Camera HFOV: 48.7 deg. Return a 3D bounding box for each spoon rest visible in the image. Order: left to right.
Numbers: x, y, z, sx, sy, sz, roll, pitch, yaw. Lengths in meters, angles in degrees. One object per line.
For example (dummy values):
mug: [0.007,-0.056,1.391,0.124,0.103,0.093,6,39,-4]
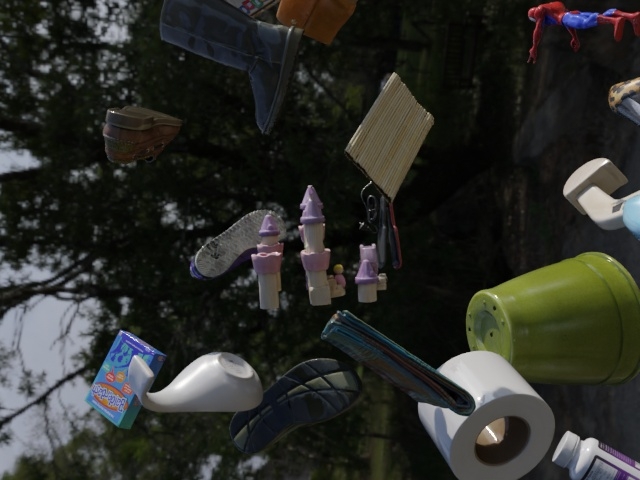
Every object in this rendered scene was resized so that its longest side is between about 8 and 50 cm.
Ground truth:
spoon rest: [-0.207,0.239,1.184,0.276,0.137,0.084,14,-68,-51]

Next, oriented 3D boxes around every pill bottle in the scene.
pill bottle: [0.628,0.512,1.583,0.108,0.194,0.108,-53,-18,-26]

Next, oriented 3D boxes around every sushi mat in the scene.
sushi mat: [0.156,-0.228,1.524,0.019,0.151,0.316,-29,23,45]

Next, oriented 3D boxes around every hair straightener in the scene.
hair straightener: [0.136,-0.046,1.644,0.047,0.089,0.230,145,124,-68]

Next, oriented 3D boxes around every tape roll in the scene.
tape roll: [0.355,0.385,1.531,0.169,0.246,0.246,-123,32,-61]

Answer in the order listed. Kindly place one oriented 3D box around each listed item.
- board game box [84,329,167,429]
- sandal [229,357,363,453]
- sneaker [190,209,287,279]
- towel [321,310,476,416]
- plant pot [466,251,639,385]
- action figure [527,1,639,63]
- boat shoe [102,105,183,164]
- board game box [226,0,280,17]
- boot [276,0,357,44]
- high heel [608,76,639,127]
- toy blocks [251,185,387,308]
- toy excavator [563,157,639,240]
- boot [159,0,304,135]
board game box: [-0.513,0.363,1.857,0.047,0.160,0.210,33,-99,-54]
sandal: [-0.049,0.324,1.401,0.086,0.303,0.120,17,-133,-59]
sneaker: [-0.228,0.017,1.866,0.102,0.293,0.146,58,147,2]
towel: [0.123,0.228,1.288,0.040,0.272,0.370,-56,-3,-11]
plant pot: [0.594,0.231,1.875,0.366,0.353,0.366,174,90,-74]
action figure: [0.559,-0.449,1.556,0.280,0.092,0.139,40,141,51]
boat shoe: [-0.386,-0.224,1.509,0.307,0.111,0.104,-43,-32,-76]
board game box: [-0.176,-0.541,1.497,0.147,0.194,0.045,41,-122,-29]
boot: [-0.054,-0.582,1.560,0.211,0.295,0.104,-49,9,38]
high heel: [0.676,-0.323,1.331,0.093,0.261,0.186,37,-163,-32]
toy blocks: [0.000,0.000,1.637,0.288,0.309,0.259,-115,22,-84]
toy excavator: [0.697,-0.072,1.451,0.445,0.222,0.432,-29,30,43]
boot: [-0.143,-0.274,1.065,0.076,0.209,0.189,-77,4,-63]
